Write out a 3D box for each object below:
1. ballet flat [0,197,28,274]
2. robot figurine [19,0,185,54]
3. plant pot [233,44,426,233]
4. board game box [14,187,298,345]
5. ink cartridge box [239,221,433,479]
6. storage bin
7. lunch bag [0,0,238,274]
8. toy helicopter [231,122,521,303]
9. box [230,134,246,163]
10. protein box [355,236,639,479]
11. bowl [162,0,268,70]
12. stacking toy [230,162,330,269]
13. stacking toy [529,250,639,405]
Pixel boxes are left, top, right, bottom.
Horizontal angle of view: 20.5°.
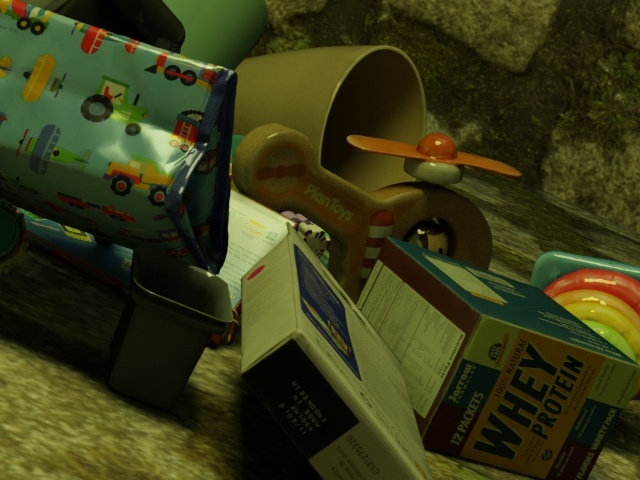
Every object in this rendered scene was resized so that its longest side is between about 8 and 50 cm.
[{"bbox_3d":[-0.359,-0.031,1.491,0.241,0.091,0.077,28,-20,-4],"label":"ballet flat"},{"bbox_3d":[-0.248,-0.222,1.776,0.278,0.209,0.174,51,17,-39],"label":"robot figurine"},{"bbox_3d":[-0.043,-0.146,2.317,0.274,0.257,0.256,13,4,31],"label":"plant pot"},{"bbox_3d":[-0.178,-0.022,1.674,0.281,0.145,0.027,28,-31,14],"label":"board game box"},{"bbox_3d":[0.009,0.104,1.453,0.176,0.069,0.371,52,8,-11],"label":"ink cartridge box"},{"bbox_3d":[-0.122,0.075,1.423,0.098,0.091,0.135,22,12,-11],"label":"storage bin"},{"bbox_3d":[-0.191,-0.055,1.507,0.221,0.138,0.293,19,-22,7],"label":"lunch bag"},{"bbox_3d":[0.055,-0.030,1.790,0.355,0.235,0.140,32,4,-41],"label":"toy helicopter"},{"bbox_3d":[-0.142,-0.075,2.022,0.060,0.101,0.244,4,3,23],"label":"box"},{"bbox_3d":[0.157,0.116,1.709,0.199,0.136,0.201,19,12,-30],"label":"protein box"},{"bbox_3d":[-0.229,-0.232,2.011,0.311,0.163,0.311,14,-26,7],"label":"bowl"},{"bbox_3d":[0.000,0.000,2.008,0.221,0.052,0.167,29,10,-42],"label":"stacking toy"},{"bbox_3d":[0.284,0.138,1.905,0.175,0.166,0.302,11,20,12],"label":"stacking toy"}]
